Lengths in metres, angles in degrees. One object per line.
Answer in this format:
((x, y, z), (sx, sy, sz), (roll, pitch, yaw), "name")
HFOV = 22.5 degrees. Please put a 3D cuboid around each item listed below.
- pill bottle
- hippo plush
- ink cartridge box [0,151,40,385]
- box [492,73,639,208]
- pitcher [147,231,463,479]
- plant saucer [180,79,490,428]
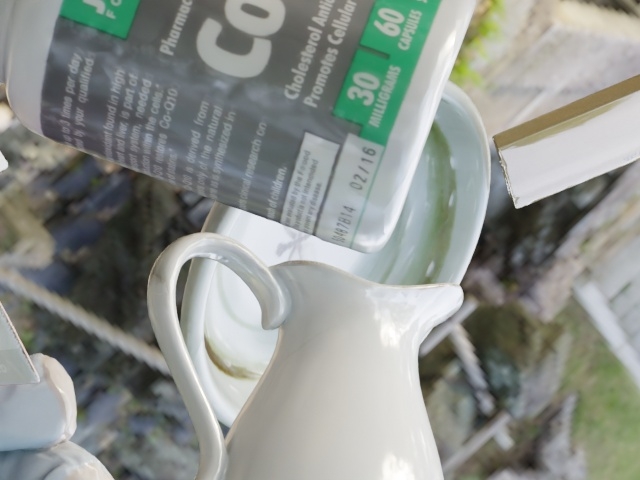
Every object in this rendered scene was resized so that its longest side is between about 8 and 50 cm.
((-0.092, -0.141, 1.113), (0.204, 0.361, 0.204), (20, 90, -88), "pill bottle")
((-0.331, 0.200, 1.388), (0.294, 0.234, 0.236), (-1, -175, -12), "hippo plush")
((-0.326, -0.020, 1.089), (0.296, 0.261, 0.066), (-7, -151, 40), "ink cartridge box")
((0.276, -0.105, 1.607), (0.201, 0.021, 0.164), (-22, 156, 5), "box")
((-0.017, 0.107, 0.816), (0.125, 0.178, 0.207), (-32, -135, 58), "pitcher")
((0.000, 0.000, 1.587), (0.400, 0.100, 0.400), (-29, 136, -31), "plant saucer")
